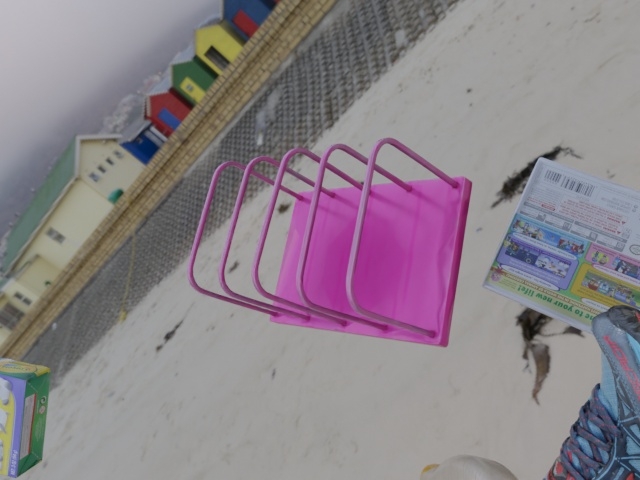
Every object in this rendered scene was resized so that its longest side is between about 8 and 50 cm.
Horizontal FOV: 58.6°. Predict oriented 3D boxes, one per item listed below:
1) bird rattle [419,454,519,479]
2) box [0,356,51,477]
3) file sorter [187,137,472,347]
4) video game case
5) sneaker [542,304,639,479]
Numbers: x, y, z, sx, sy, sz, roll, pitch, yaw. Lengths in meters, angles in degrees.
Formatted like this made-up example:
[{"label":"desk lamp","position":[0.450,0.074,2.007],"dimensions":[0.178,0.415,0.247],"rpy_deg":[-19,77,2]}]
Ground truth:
[{"label":"bird rattle","position":[0.071,0.230,0.327],"dimensions":[0.253,0.143,0.206],"rpy_deg":[86,-164,-71]},{"label":"box","position":[-0.370,0.166,0.582],"dimensions":[0.043,0.179,0.105],"rpy_deg":[-18,-64,-77]},{"label":"file sorter","position":[0.000,0.000,0.704],"dimensions":[0.291,0.182,0.201],"rpy_deg":[-1,72,45]},{"label":"video game case","position":[0.350,0.016,0.746],"dimensions":[0.193,0.213,0.023],"rpy_deg":[-66,-18,2]},{"label":"sneaker","position":[0.228,0.179,0.434],"dimensions":[0.125,0.261,0.104],"rpy_deg":[-13,8,28]}]
